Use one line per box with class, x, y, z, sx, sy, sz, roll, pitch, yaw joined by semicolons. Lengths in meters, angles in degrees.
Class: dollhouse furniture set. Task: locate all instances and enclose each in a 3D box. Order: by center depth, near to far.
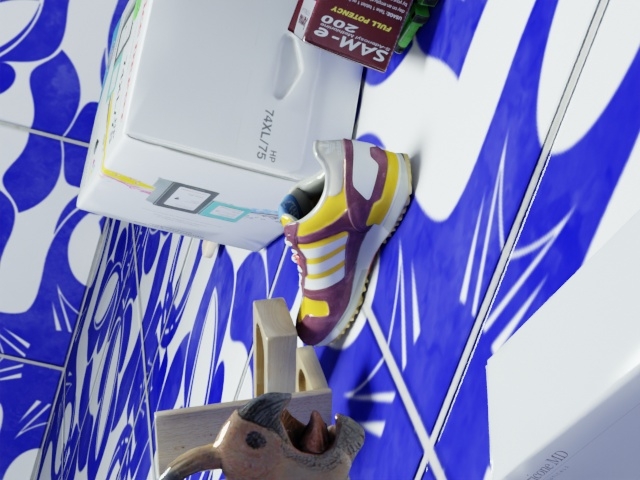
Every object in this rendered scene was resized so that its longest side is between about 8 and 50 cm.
dollhouse furniture set;-0.071;0.128;1.053;0.151;0.123;0.144;-114;21;-52

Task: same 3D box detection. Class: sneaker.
sneaker;0.000;0.000;1.057;0.070;0.083;0.186;-97;26;-54

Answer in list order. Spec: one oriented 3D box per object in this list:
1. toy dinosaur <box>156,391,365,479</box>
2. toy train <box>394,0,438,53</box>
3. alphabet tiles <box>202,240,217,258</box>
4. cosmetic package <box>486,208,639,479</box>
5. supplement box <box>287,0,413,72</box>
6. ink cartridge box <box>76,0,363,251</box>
toy dinosaur;-0.001;0.229;0.622;0.127;0.200;0.296;148;133;-69
toy train;0.074;-0.174;1.080;0.083;0.017;0.024;123;146;-51
alphabet tiles;-0.091;-0.129;1.641;0.284;0.021;0.278;-102;30;-59
cosmetic package;0.149;0.022;0.458;0.239;0.098;0.060;123;156;-53
supplement box;0.052;-0.258;1.080;0.130;0.073;0.240;-119;48;-76
ink cartridge box;-0.094;-0.127;1.301;0.270;0.197;0.198;146;135;-68
